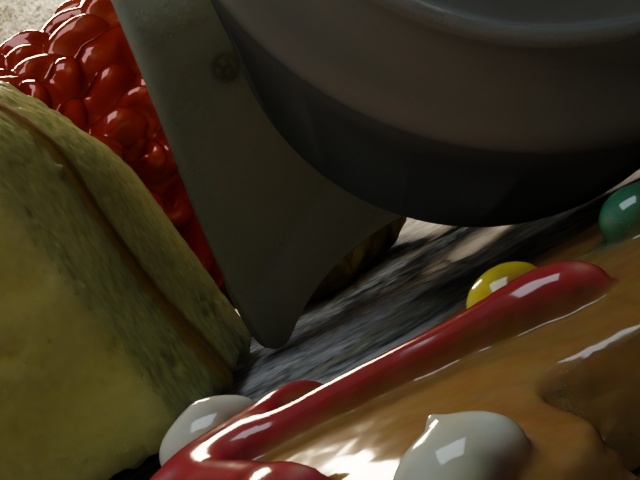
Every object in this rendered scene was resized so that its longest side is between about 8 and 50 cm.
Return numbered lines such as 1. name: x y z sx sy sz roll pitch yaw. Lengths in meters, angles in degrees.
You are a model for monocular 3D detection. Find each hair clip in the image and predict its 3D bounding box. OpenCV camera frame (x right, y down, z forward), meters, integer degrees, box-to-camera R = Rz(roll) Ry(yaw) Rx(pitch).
1. hair clip: -0.022 -0.114 0.811 0.172 0.282 0.113 -29 -10 -10

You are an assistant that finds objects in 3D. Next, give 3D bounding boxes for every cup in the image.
1. cup: 0.106 -0.144 0.597 0.322 0.237 0.327 -17 -5 -1

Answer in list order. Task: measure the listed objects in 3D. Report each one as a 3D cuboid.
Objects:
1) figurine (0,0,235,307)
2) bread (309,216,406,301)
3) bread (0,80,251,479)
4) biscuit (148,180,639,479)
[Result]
1. figurine: -0.174 0.013 1.054 0.412 0.241 0.306 -46 -23 12
2. bread: 0.000 0.000 0.937 0.066 0.060 0.110 8 22 23
3. bread: -0.190 0.055 0.749 0.236 0.198 0.263 -36 2 7
4. biscuit: 0.022 0.046 0.397 0.339 0.047 0.216 -30 4 -14
